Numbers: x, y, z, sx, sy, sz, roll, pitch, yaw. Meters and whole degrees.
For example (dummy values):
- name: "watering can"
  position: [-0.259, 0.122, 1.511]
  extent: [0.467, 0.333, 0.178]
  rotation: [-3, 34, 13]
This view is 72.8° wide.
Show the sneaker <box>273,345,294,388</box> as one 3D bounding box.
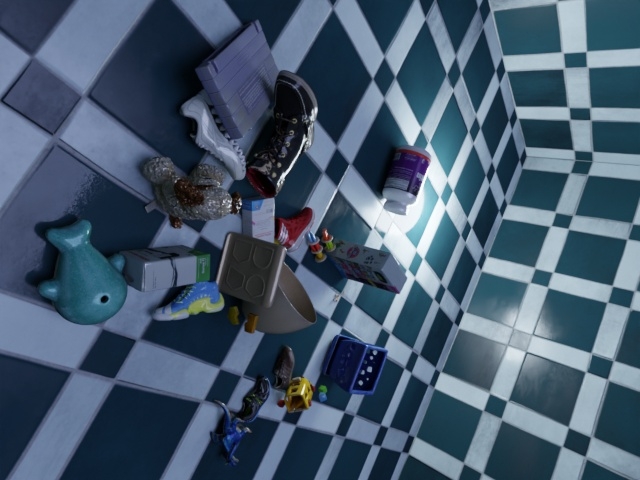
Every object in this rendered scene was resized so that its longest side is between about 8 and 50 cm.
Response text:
- name: "sneaker"
  position: [-0.157, 0.537, 1.818]
  extent: [0.071, 0.066, 0.188]
  rotation: [-12, 110, -47]

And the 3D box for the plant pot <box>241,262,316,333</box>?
- name: "plant pot"
  position: [-0.172, 0.227, 1.576]
  extent: [0.191, 0.284, 0.284]
  rotation: [-34, 137, 8]

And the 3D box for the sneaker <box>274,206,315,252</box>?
- name: "sneaker"
  position: [-0.106, -0.074, 1.666]
  extent: [0.128, 0.087, 0.221]
  rotation: [45, 47, -28]

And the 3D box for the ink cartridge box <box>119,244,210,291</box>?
- name: "ink cartridge box"
  position: [-0.449, 0.075, 1.252]
  extent: [0.209, 0.153, 0.086]
  rotation: [-8, 107, -50]

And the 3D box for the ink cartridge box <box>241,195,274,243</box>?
- name: "ink cartridge box"
  position: [-0.221, -0.062, 1.548]
  extent: [0.104, 0.062, 0.181]
  rotation: [-16, 113, -46]

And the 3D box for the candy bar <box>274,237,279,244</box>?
- name: "candy bar"
  position: [-0.154, -0.004, 1.682]
  extent: [0.162, 0.018, 0.040]
  rotation: [-25, 123, -44]

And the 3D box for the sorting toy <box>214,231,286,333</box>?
- name: "sorting toy"
  position: [-0.248, 0.141, 1.464]
  extent: [0.041, 0.229, 0.306]
  rotation: [11, 94, -68]

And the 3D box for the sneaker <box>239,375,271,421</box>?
- name: "sneaker"
  position: [-0.260, 0.631, 1.726]
  extent: [0.188, 0.067, 0.078]
  rotation: [-62, 146, -10]

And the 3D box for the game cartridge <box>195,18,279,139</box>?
- name: "game cartridge"
  position: [-0.231, -0.490, 1.320]
  extent: [0.354, 0.068, 0.230]
  rotation: [-68, 149, -42]

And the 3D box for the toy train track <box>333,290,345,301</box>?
- name: "toy train track"
  position: [0.092, 0.265, 2.066]
  extent: [0.083, 0.014, 0.048]
  rotation: [-34, 126, -39]

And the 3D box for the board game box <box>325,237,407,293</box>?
- name: "board game box"
  position: [0.202, 0.113, 1.917]
  extent: [0.097, 0.304, 0.224]
  rotation: [-58, 138, -19]

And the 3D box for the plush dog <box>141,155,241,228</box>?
- name: "plush dog"
  position: [-0.355, -0.119, 1.241]
  extent: [0.263, 0.226, 0.210]
  rotation: [1, 101, -50]

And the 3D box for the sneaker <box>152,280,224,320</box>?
- name: "sneaker"
  position: [-0.425, 0.182, 1.388]
  extent: [0.240, 0.091, 0.126]
  rotation: [-4, 85, -47]

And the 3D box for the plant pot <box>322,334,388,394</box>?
- name: "plant pot"
  position: [0.156, 0.588, 2.092]
  extent: [0.236, 0.212, 0.235]
  rotation: [30, 80, -50]

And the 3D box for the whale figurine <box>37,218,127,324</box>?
- name: "whale figurine"
  position: [-0.589, 0.087, 1.098]
  extent: [0.216, 0.141, 0.271]
  rotation: [-25, 120, -43]

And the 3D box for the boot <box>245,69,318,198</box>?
- name: "boot"
  position: [-0.133, -0.329, 1.418]
  extent: [0.284, 0.138, 0.377]
  rotation: [-60, 171, -20]

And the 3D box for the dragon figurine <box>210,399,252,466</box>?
- name: "dragon figurine"
  position: [-0.353, 0.734, 1.635]
  extent: [0.144, 0.085, 0.289]
  rotation: [-46, 134, -31]

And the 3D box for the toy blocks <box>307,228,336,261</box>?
- name: "toy blocks"
  position: [0.000, 0.000, 1.838]
  extent: [0.123, 0.054, 0.148]
  rotation: [-47, 133, -29]

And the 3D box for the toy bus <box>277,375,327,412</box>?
- name: "toy bus"
  position: [-0.090, 0.642, 1.868]
  extent: [0.191, 0.202, 0.104]
  rotation: [-26, 107, -32]

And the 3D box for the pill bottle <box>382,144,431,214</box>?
- name: "pill bottle"
  position: [0.416, -0.292, 2.135]
  extent: [0.182, 0.182, 0.322]
  rotation: [23, 84, -51]

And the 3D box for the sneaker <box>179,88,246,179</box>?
- name: "sneaker"
  position: [-0.325, -0.304, 1.327]
  extent: [0.118, 0.110, 0.292]
  rotation: [-38, 124, -22]
